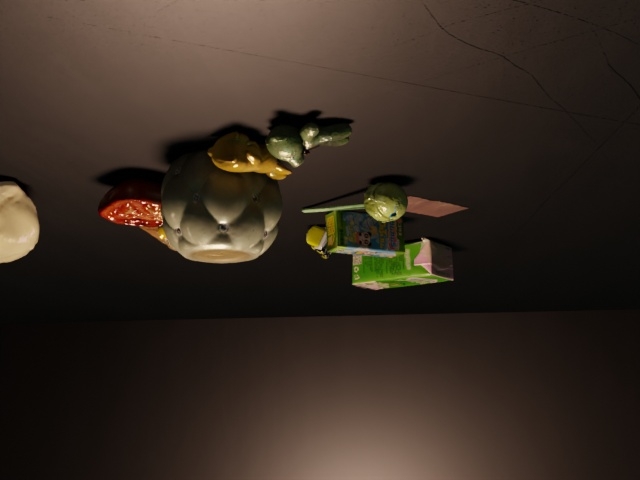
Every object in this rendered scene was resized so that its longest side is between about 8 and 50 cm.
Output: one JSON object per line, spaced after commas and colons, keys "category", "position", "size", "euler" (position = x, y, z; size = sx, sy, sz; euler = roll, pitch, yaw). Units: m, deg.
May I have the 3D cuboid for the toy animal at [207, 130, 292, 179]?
{"category": "toy animal", "position": [-0.121, -0.149, 1.562], "size": [0.159, 0.070, 0.083], "euler": [12, 168, -42]}

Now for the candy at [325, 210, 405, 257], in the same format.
{"category": "candy", "position": [0.110, -0.016, 2.101], "size": [0.194, 0.097, 0.062], "euler": [5, 163, -25]}

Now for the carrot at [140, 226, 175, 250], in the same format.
{"category": "carrot", "position": [-0.331, -0.020, 2.116], "size": [0.263, 0.102, 0.102], "euler": [13, 163, -26]}

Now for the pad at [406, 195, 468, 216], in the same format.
{"category": "pad", "position": [0.248, -0.078, 2.031], "size": [0.188, 0.006, 0.113], "euler": [8, 164, -34]}

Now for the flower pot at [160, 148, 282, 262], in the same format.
{"category": "flower pot", "position": [-0.194, -0.063, 1.661], "size": [0.246, 0.195, 0.246], "euler": [0, 166, 0]}

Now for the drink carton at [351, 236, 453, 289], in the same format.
{"category": "drink carton", "position": [0.229, 0.070, 2.457], "size": [0.271, 0.108, 0.161], "euler": [-10, 167, 31]}

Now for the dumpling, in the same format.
{"category": "dumpling", "position": [-0.734, 0.002, 1.860], "size": [0.187, 0.243, 0.318], "euler": [37, 140, -18]}

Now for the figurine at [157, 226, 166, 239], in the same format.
{"category": "figurine", "position": [-0.247, -0.037, 1.948], "size": [0.246, 0.131, 0.156], "euler": [-4, -159, 9]}

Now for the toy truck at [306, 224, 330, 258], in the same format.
{"category": "toy truck", "position": [0.000, 0.000, 2.239], "size": [0.077, 0.076, 0.111], "euler": [21, 170, 16]}

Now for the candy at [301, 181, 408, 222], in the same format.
{"category": "candy", "position": [0.064, -0.077, 1.912], "size": [0.093, 0.092, 0.335], "euler": [-36, -160, -36]}

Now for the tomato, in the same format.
{"category": "tomato", "position": [-0.371, -0.085, 1.812], "size": [0.174, 0.082, 0.166], "euler": [15, 156, -38]}

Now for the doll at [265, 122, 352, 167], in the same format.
{"category": "doll", "position": [-0.020, -0.171, 1.482], "size": [0.150, 0.077, 0.115], "euler": [-10, 179, -8]}
